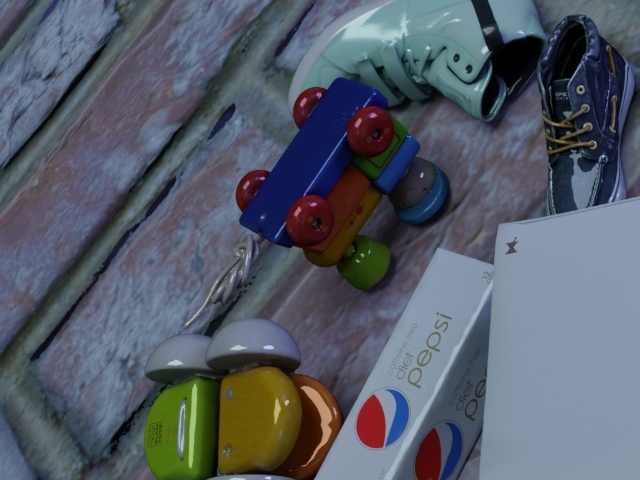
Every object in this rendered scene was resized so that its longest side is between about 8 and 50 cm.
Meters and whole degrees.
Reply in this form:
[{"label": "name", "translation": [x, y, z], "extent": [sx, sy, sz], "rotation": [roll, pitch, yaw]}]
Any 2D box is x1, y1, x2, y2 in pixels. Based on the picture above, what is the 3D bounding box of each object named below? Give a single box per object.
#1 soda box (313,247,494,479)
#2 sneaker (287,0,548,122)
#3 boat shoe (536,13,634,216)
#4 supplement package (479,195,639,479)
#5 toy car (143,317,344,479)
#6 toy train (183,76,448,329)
[{"label": "soda box", "translation": [0.082, 0.120, 0.908], "extent": [0.069, 0.074, 0.216], "rotation": [19, 76, 46]}, {"label": "sneaker", "translation": [0.084, -0.149, 1.072], "extent": [0.256, 0.094, 0.151], "rotation": [-35, 48, 20]}, {"label": "boat shoe", "translation": [0.199, -0.085, 0.936], "extent": [0.065, 0.083, 0.183], "rotation": [-8, 59, 38]}, {"label": "supplement package", "translation": [0.250, 0.083, 0.735], "extent": [0.262, 0.145, 0.204], "rotation": [-13, 55, 35]}, {"label": "toy car", "translation": [-0.060, 0.155, 0.960], "extent": [0.182, 0.136, 0.159], "rotation": [-17, 65, 41]}, {"label": "toy train", "translation": [0.000, 0.000, 1.009], "extent": [0.248, 0.143, 0.105], "rotation": [-56, 37, -4]}]
